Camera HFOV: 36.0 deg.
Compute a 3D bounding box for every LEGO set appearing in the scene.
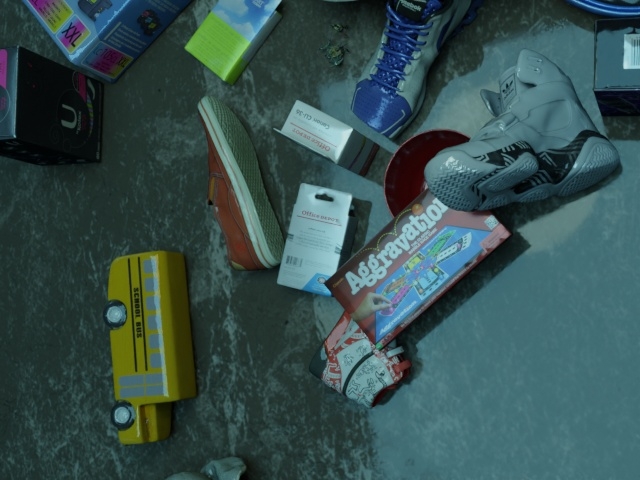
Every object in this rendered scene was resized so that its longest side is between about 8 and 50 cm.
[{"bbox_3d":[0.029,-0.342,1.741,0.054,0.023,0.083,25,81,17],"label":"LEGO set"}]

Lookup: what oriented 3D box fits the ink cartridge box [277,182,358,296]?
[{"bbox_3d":[0.000,0.000,1.699,0.104,0.060,0.180,14,90,20],"label":"ink cartridge box"}]

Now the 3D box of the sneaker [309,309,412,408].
[{"bbox_3d":[0.107,0.148,1.637,0.145,0.090,0.270,34,100,17],"label":"sneaker"}]

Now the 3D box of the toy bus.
[{"bbox_3d":[-0.303,0.192,1.764,0.130,0.108,0.332,-8,82,17],"label":"toy bus"}]

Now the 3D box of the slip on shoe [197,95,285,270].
[{"bbox_3d":[-0.161,-0.099,1.738,0.101,0.123,0.331,-21,84,20],"label":"slip on shoe"}]

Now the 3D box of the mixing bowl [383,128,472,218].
[{"bbox_3d":[0.203,-0.087,1.616,0.182,0.098,0.181,-1,86,19],"label":"mixing bowl"}]

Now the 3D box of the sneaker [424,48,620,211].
[{"bbox_3d":[0.280,-0.168,1.497,0.137,0.366,0.210,-46,59,49],"label":"sneaker"}]

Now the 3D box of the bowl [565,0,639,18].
[{"bbox_3d":[0.507,-0.539,1.561,0.391,0.077,0.391,-2,85,19],"label":"bowl"}]

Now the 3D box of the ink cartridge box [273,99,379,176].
[{"bbox_3d":[0.012,-0.171,1.636,0.115,0.198,0.067,28,95,19],"label":"ink cartridge box"}]

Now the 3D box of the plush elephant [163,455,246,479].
[{"bbox_3d":[-0.214,0.507,1.649,0.272,0.255,0.330,-8,122,-19],"label":"plush elephant"}]

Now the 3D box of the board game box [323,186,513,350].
[{"bbox_3d":[0.151,0.030,1.561,0.281,0.027,0.145,-43,75,14],"label":"board game box"}]

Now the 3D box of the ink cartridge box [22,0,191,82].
[{"bbox_3d":[-0.362,-0.536,1.825,0.395,0.151,0.270,-43,74,9],"label":"ink cartridge box"}]

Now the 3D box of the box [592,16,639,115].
[{"bbox_3d":[0.492,-0.257,1.473,0.153,0.207,0.108,1,86,20],"label":"box"}]

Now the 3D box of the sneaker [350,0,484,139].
[{"bbox_3d":[0.140,-0.337,1.615,0.127,0.182,0.315,34,97,20],"label":"sneaker"}]

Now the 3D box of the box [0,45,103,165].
[{"bbox_3d":[-0.527,-0.237,1.789,0.143,0.270,0.165,-2,85,19],"label":"box"}]

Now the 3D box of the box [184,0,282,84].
[{"bbox_3d":[-0.153,-0.388,1.793,0.109,0.042,0.178,40,98,17],"label":"box"}]
